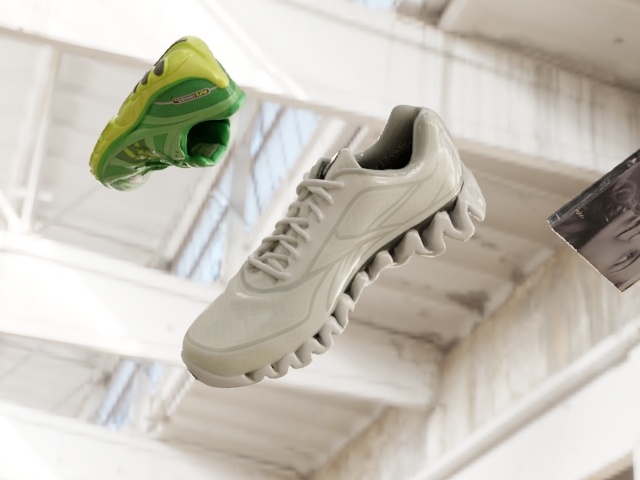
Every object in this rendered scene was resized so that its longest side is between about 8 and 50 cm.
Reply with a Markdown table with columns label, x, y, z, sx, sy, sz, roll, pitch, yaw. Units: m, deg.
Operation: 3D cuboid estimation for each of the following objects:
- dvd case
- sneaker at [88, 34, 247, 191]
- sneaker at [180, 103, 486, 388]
| label | x | y | z | sx | sy | sz | roll | pitch | yaw |
| --- | --- | --- | --- | --- | --- | --- | --- | --- | --- |
| dvd case | 0.337 | -0.030 | 1.287 | 0.164 | 0.018 | 0.221 | -39 | -33 | 14 |
| sneaker | -0.175 | -0.115 | 1.436 | 0.123 | 0.109 | 0.295 | 41 | -32 | -6 |
| sneaker | 0.000 | 0.000 | 0.998 | 0.110 | 0.292 | 0.118 | 29 | -30 | 44 |
